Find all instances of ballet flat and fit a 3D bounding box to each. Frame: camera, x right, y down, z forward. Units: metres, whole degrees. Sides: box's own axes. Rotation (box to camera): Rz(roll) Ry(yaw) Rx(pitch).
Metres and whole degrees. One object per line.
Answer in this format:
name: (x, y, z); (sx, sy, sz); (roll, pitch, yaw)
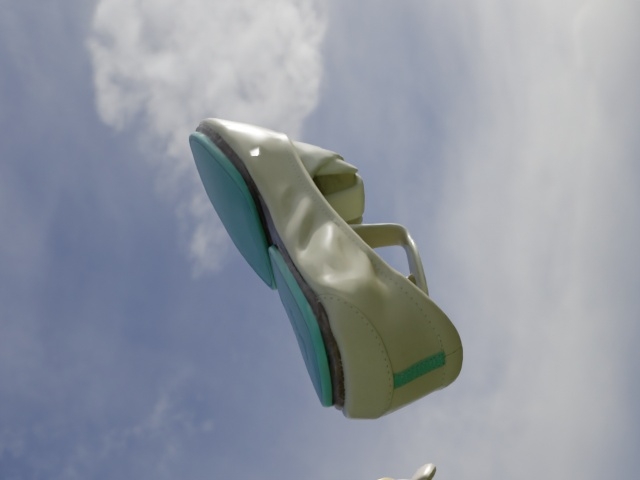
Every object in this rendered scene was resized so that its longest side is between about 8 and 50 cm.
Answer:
ballet flat: (0.000, 0.000, 0.553); (0.086, 0.248, 0.086); (-12, -53, -17)

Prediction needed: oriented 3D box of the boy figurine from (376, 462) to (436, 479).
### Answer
boy figurine: (0.037, 0.198, 0.515); (0.092, 0.285, 0.177); (-6, -87, -69)
